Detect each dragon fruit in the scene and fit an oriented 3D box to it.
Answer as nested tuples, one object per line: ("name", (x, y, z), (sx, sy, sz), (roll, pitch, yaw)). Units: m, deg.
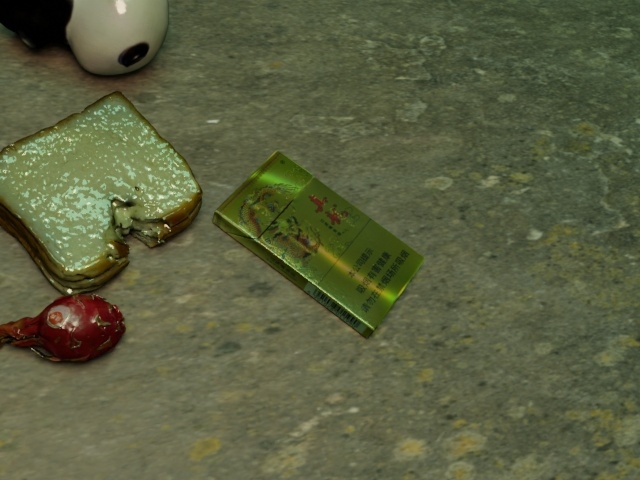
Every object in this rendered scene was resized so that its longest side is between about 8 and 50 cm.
("dragon fruit", (-0.355, 0.121, 0.963), (0.190, 0.094, 0.094), (-6, 62, -16))

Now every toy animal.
("toy animal", (-0.380, -0.390, 1.197), (0.266, 0.212, 0.213), (21, 56, -10))

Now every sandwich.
("sandwich", (-0.332, -0.072, 1.079), (0.249, 0.095, 0.273), (45, 58, 11))

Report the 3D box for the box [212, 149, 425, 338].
("box", (0.000, 0.000, 1.177), (0.311, 0.043, 0.173), (37, 57, 6))
